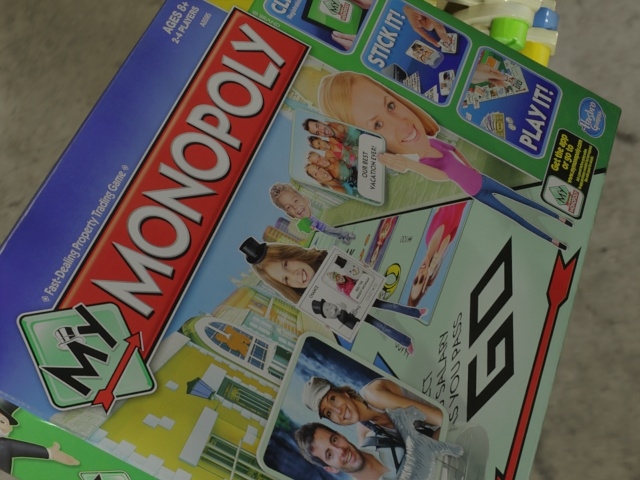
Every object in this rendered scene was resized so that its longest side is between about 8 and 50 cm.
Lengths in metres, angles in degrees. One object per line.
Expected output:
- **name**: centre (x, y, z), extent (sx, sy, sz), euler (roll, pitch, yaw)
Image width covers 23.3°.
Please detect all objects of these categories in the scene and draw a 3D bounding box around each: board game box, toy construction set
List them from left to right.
- **board game box**: centre (0.000, 0.000, 0.640), extent (0.213, 0.046, 0.317), euler (29, 44, -5)
- **toy construction set**: centre (0.048, -0.216, 1.256), extent (0.328, 0.215, 0.151), euler (-2, 83, -5)
